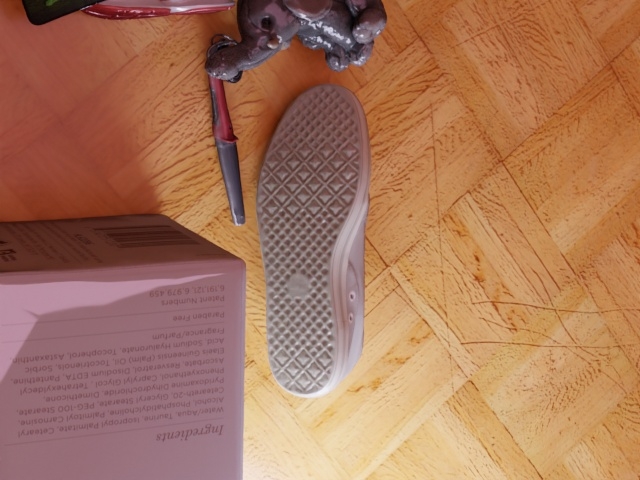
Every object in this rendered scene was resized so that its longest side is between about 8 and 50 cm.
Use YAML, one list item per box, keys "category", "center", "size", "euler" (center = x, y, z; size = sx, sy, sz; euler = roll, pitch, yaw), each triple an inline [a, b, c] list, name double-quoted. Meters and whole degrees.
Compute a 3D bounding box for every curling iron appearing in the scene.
- category: "curling iron"
  center: [-0.123, -0.154, 1.832]
  size: [0.068, 0.035, 0.274]
  euler: [-8, 104, -23]

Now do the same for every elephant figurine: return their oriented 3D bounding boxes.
- category: "elephant figurine"
  center: [-0.040, -0.319, 1.746]
  size: [0.239, 0.186, 0.169]
  euler: [5, 139, -34]

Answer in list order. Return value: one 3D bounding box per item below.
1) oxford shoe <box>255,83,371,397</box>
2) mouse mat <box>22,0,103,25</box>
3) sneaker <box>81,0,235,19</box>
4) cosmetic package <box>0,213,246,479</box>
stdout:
- category: "oxford shoe"
  center: [0.000, 0.000, 1.880]
  size: [0.130, 0.169, 0.449]
  euler: [-4, 97, -66]
- category: "mouse mat"
  center: [-0.292, -0.360, 1.606]
  size: [0.190, 0.007, 0.152]
  euler: [-23, 132, -13]
- category: "sneaker"
  center: [-0.223, -0.363, 1.729]
  size: [0.221, 0.087, 0.128]
  euler: [-9, 96, -35]
- category: "cosmetic package"
  center: [-0.300, 0.190, 1.661]
  size: [0.327, 0.329, 0.393]
  euler: [-4, 102, -25]
